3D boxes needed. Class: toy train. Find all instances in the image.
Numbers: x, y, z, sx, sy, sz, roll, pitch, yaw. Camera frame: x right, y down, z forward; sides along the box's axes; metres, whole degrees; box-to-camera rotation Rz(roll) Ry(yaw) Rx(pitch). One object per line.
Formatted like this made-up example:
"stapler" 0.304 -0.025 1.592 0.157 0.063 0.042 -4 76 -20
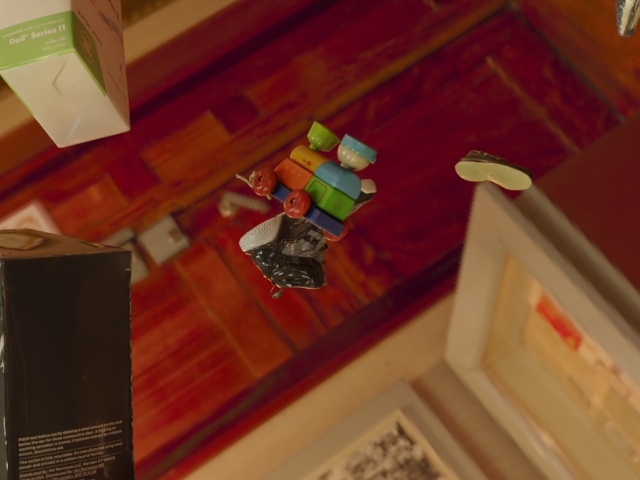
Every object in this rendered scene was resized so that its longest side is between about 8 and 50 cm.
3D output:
"toy train" -0.027 -0.112 1.740 0.105 0.143 0.248 31 -177 -42

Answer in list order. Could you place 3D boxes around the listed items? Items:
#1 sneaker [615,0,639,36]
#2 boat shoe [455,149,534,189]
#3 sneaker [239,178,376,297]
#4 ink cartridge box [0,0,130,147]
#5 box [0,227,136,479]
"sneaker" 0.325 -0.254 1.162 0.052 0.058 0.135 -76 -1 -51
"boat shoe" 0.263 -0.108 1.786 0.133 0.042 0.049 15 142 44
"sneaker" 0.000 0.000 2.175 0.153 0.269 0.101 63 -179 -2
"ink cartridge box" -0.376 -0.341 1.754 0.207 0.119 0.353 63 -165 -59
"box" -0.401 0.153 1.586 0.343 0.179 0.312 8 99 53
